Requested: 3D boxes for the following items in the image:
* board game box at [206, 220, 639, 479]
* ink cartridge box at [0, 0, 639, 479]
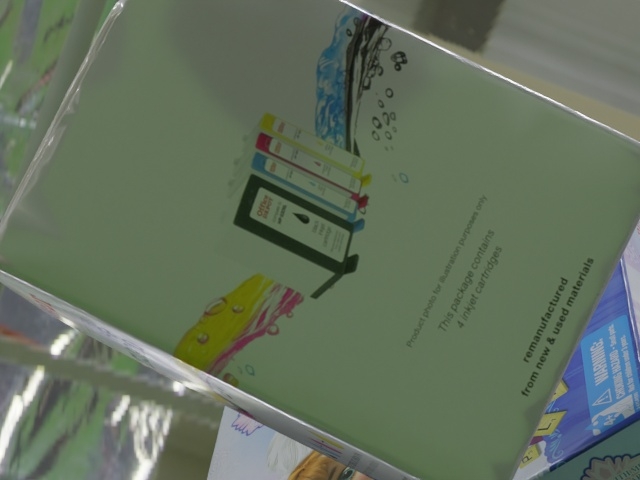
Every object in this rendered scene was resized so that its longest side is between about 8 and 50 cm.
[{"bbox_3d":[0.063,0.118,1.012,0.318,0.318,0.066,-34,-72,18],"label":"board game box"},{"bbox_3d":[0.000,0.000,0.773,0.233,0.171,0.168,26,-99,4],"label":"ink cartridge box"}]
